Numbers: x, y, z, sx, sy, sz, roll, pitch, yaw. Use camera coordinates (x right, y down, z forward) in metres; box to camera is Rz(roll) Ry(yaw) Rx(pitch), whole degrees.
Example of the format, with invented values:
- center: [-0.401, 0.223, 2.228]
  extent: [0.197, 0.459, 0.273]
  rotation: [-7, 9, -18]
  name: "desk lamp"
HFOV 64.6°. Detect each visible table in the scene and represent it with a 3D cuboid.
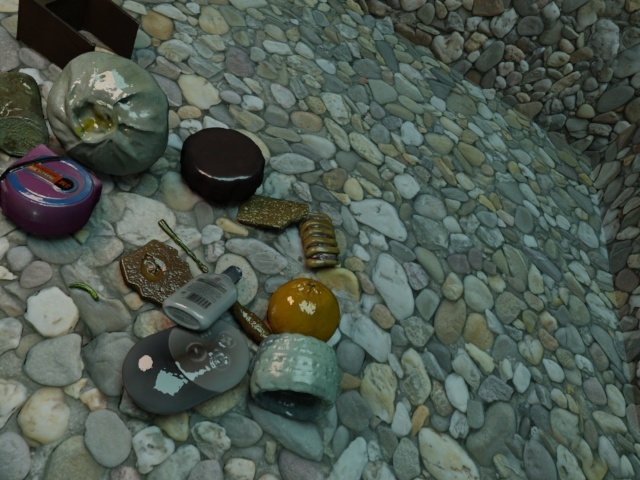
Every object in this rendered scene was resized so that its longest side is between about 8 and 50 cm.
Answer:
- center: [-0.825, -0.721, 1.733]
  extent: [0.282, 0.196, 0.250]
  rotation: [36, 45, -6]
  name: "table"

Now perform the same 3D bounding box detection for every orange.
- center: [-0.048, 0.214, 1.493]
  extent: [0.220, 0.193, 0.219]
  rotation: [5, 50, -7]
  name: "orange"

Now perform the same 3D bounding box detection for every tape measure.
- center: [-0.727, -0.130, 1.373]
  extent: [0.232, 0.149, 0.245]
  rotation: [32, 39, -3]
  name: "tape measure"

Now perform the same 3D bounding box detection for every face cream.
- center: [-0.307, 0.147, 1.413]
  extent: [0.144, 0.070, 0.291]
  rotation: [24, 26, 8]
  name: "face cream"

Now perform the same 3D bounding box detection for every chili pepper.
- center: [-0.615, 0.130, 1.323]
  extent: [0.083, 0.017, 0.030]
  rotation: [34, 47, -5]
  name: "chili pepper"

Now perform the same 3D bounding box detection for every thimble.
- center: [-0.061, 0.366, 1.349]
  extent: [0.250, 0.205, 0.171]
  rotation: [25, 48, -20]
  name: "thimble"

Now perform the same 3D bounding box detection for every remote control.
- center: [-0.335, 0.312, 1.294]
  extent: [0.332, 0.103, 0.221]
  rotation: [-19, 58, -38]
  name: "remote control"

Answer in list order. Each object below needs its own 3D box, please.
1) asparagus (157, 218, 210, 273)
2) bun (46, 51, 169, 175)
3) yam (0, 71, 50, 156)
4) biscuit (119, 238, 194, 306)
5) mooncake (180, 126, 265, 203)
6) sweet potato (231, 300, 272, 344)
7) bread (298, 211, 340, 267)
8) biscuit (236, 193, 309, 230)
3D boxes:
- center: [-0.411, 0.021, 1.529]
  extent: [0.233, 0.022, 0.023]
  rotation: [45, 2, 9]
  name: "asparagus"
- center: [-0.614, -0.359, 1.474]
  extent: [0.362, 0.361, 0.211]
  rotation: [23, 12, -15]
  name: "bun"
- center: [-0.879, -0.369, 1.458]
  extent: [0.154, 0.154, 0.254]
  rotation: [-6, 57, -34]
  name: "yam"
- center: [-0.450, 0.104, 1.433]
  extent: [0.215, 0.034, 0.182]
  rotation: [46, 47, 4]
  name: "biscuit"
- center: [-0.330, -0.249, 1.703]
  extent: [0.283, 0.141, 0.282]
  rotation: [12, 47, -13]
  name: "mooncake"
- center: [-0.199, 0.241, 1.468]
  extent: [0.206, 0.060, 0.068]
  rotation: [47, 9, 7]
  name: "sweet potato"
- center: [0.000, 0.000, 1.753]
  extent: [0.134, 0.081, 0.225]
  rotation: [6, 50, -29]
  name: "bread"
- center: [-0.160, -0.092, 1.731]
  extent: [0.237, 0.026, 0.131]
  rotation: [10, 52, -7]
  name: "biscuit"
